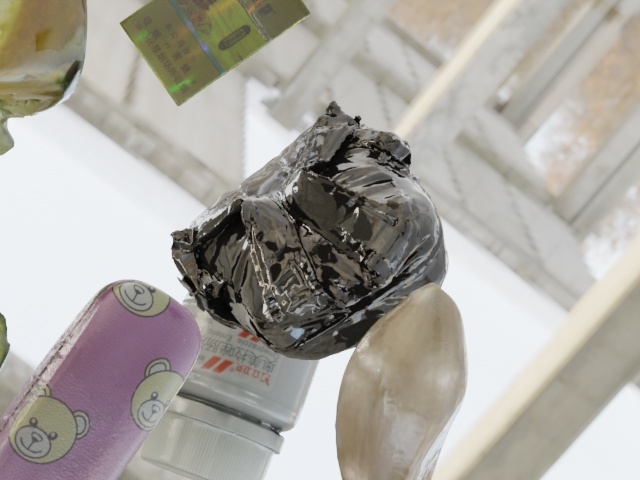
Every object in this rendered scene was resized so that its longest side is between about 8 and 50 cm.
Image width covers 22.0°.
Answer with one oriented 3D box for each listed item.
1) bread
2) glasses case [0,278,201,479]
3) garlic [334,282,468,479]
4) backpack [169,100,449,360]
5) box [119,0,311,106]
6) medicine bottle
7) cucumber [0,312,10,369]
[{"bbox_3d":[-0.385,-0.287,1.751,0.239,0.264,0.395,111,155,-70],"label":"bread"},{"bbox_3d":[-0.237,0.181,1.575,0.123,0.316,0.076,37,176,-27],"label":"glasses case"},{"bbox_3d":[0.093,0.210,1.900,0.143,0.318,0.112,-4,-154,-33],"label":"garlic"},{"bbox_3d":[0.000,0.000,2.174,0.255,0.363,0.445,53,175,-25],"label":"backpack"},{"bbox_3d":[-0.123,-0.262,1.940,0.121,0.193,0.030,55,-178,-9],"label":"box"},{"bbox_3d":[-0.146,0.241,2.654,0.245,0.306,0.245,18,169,4],"label":"medicine bottle"},{"bbox_3d":[-0.536,0.227,2.261,0.105,0.145,0.325,42,-133,1],"label":"cucumber"}]
